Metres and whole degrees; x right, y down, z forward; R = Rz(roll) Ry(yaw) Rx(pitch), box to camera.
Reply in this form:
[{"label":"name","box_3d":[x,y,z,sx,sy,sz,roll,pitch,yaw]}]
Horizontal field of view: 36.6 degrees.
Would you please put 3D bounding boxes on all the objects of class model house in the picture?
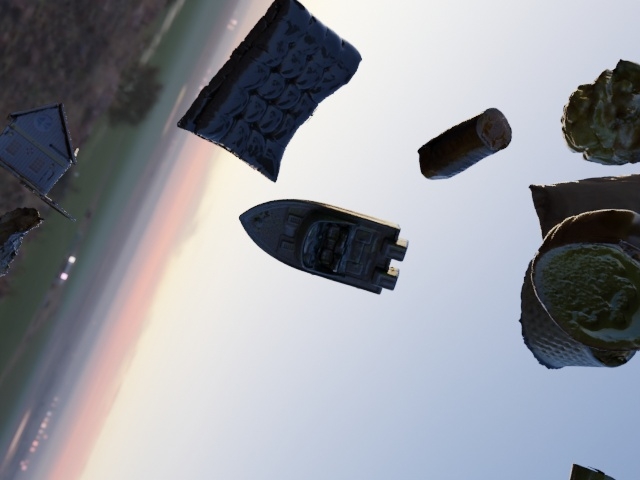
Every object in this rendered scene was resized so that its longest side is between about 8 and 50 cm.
[{"label":"model house","box_3d":[-0.439,-0.146,1.535,0.136,0.207,0.219,-54,-163,-8]}]

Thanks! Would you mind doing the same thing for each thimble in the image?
[{"label":"thimble","box_3d":[0.562,0.145,2.068,0.150,0.271,0.270,-6,-124,51]}]

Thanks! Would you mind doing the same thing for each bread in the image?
[{"label":"bread","box_3d":[0.419,0.062,1.408,0.070,0.236,0.236,-46,176,-35]}]

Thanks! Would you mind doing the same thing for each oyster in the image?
[{"label":"oyster","box_3d":[-0.474,0.015,1.388,0.177,0.056,0.105,-37,-143,-13]}]

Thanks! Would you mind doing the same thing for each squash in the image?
[{"label":"squash","box_3d":[0.488,0.487,1.778,0.132,0.105,0.105,-64,-171,-10]}]

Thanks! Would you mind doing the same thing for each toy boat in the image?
[{"label":"toy boat","box_3d":[0.000,0.000,1.810,0.092,0.320,0.141,-67,172,-66]}]

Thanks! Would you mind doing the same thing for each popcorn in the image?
[{"label":"popcorn","box_3d":[0.425,-0.166,1.351,0.173,0.174,0.142,136,-50,-66]}]

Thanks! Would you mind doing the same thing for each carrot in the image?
[{"label":"carrot","box_3d":[0.239,-0.159,1.643,0.173,0.082,0.082,-28,-145,48]}]

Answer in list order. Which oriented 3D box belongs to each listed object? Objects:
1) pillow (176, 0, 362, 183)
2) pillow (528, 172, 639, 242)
[{"label":"pillow","box_3d":[-0.090,-0.289,1.868,0.326,0.228,0.101,-52,-136,9]},{"label":"pillow","box_3d":[0.491,-0.028,1.620,0.067,0.270,0.173,33,53,-66]}]
